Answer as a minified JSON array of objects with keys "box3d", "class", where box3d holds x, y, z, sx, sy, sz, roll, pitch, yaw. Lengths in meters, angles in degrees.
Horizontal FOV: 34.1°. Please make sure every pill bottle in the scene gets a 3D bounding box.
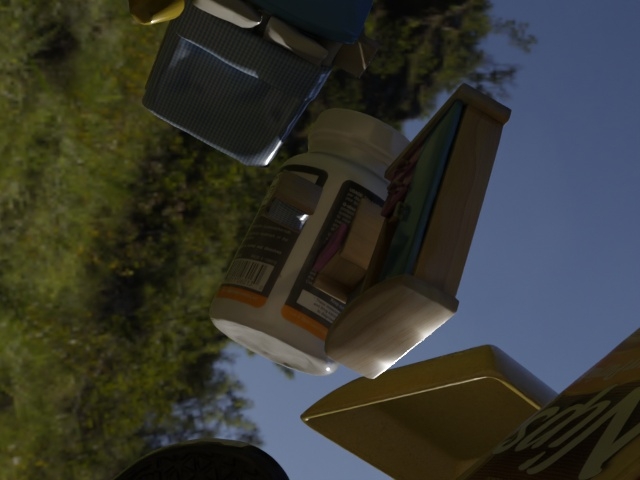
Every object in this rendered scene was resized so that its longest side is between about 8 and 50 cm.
[{"box3d":[0.000,0.000,1.192,0.162,0.162,0.278,3,-118,53],"class":"pill bottle"}]

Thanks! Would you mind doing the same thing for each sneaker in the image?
[{"box3d":[-0.109,0.189,0.742,0.234,0.097,0.084,-23,-96,27],"class":"sneaker"}]

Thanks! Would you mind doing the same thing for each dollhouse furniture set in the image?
[{"box3d":[-0.053,-0.045,0.830,0.286,0.303,0.198,-50,-165,54],"class":"dollhouse furniture set"}]

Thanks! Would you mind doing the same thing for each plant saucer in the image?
[{"box3d":[0.201,0.246,1.386,0.332,0.333,0.081,-21,-136,42],"class":"plant saucer"}]

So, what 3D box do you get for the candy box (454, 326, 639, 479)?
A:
[{"box3d":[0.191,0.109,0.556,0.087,0.316,0.183,52,-4,1],"class":"candy box"}]
